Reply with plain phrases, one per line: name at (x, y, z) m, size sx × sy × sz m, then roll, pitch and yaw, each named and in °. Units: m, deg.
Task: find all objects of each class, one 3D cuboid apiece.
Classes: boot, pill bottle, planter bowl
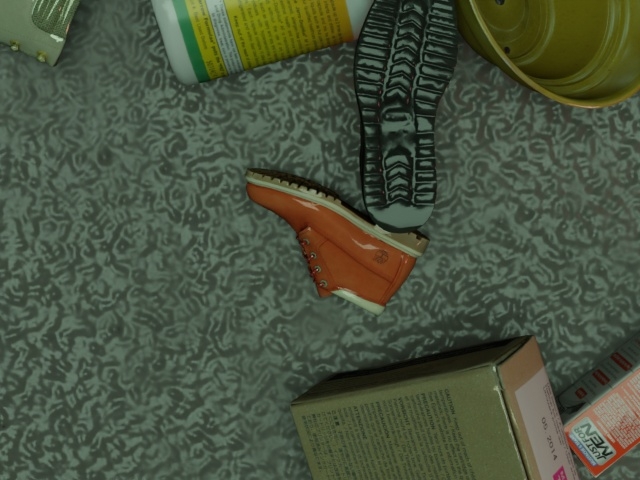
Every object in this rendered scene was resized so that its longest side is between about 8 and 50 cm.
boot at (0.000, 0.000, 1.406) m, size 0.158 × 0.059 × 0.084 m, roll 27°, pitch 99°, yaw -5°
pill bottle at (-0.025, -0.201, 1.354) m, size 0.208 × 0.117 × 0.117 m, roll -16°, pitch 96°, yaw 0°
boot at (-0.283, -0.171, 1.370) m, size 0.165 × 0.077 × 0.213 m, roll 27°, pitch 111°, yaw -17°
planter bowl at (0.163, -0.198, 1.353) m, size 0.217 × 0.090 × 0.217 m, roll 9°, pitch 75°, yaw -34°
boot at (0.055, -0.111, 1.352) m, size 0.077 × 0.137 × 0.198 m, roll 8°, pitch 96°, yaw -5°

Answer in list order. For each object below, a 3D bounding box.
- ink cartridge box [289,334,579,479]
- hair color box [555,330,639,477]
ink cartridge box at (0.105, 0.208, 1.372) m, size 0.193 × 0.088 × 0.234 m, roll -13°, pitch 97°, yaw 31°
hair color box at (0.263, 0.111, 1.404) m, size 0.167 × 0.093 × 0.053 m, roll -38°, pitch 95°, yaw 3°
